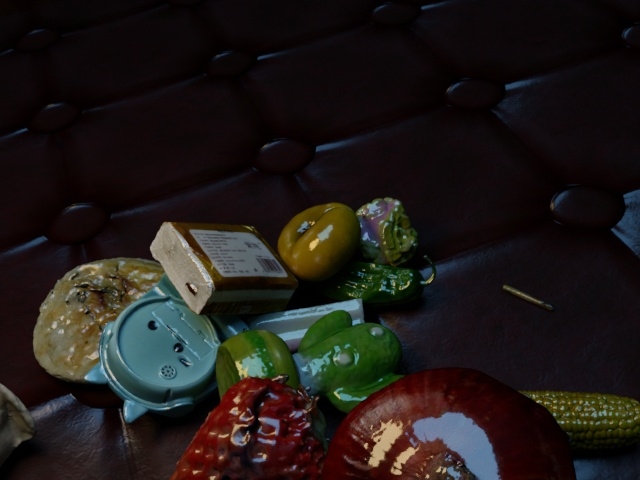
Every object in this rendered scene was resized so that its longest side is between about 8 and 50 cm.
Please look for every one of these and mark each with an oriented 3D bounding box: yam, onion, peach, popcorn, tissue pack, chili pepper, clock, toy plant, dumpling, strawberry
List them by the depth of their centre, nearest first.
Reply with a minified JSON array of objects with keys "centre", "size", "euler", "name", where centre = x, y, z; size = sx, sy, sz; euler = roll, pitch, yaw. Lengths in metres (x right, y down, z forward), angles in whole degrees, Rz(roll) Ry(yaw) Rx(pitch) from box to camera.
[{"centre":[0.189,0.331,1.199],"size":[0.341,0.341,0.341],"euler":[-6,41,5],"name":"onion"},{"centre":[-0.111,0.328,1.297],"size":[0.280,0.254,0.150],"euler":[-3,-1,11],"name":"strawberry"},{"centre":[-0.623,0.315,1.461],"size":[0.243,0.227,0.175],"euler":[-42,47,-22],"name":"dumpling"},{"centre":[-0.006,0.221,1.500],"size":[0.315,0.185,0.224],"euler":[-8,45,-20],"name":"toy plant"},{"centre":[-0.269,0.193,1.549],"size":[0.223,0.094,0.274],"euler":[40,49,11],"name":"clock"},{"centre":[-0.172,0.047,1.605],"size":[0.226,0.092,0.183],"euler":[0,40,-49],"name":"tissue pack"},{"centre":[0.383,0.104,1.638],"size":[0.107,0.014,0.014],"euler":[25,52,35],"name":"yam"},{"centre":[0.095,0.079,1.682],"size":[0.256,0.074,0.100],"euler":[5,59,26],"name":"chili pepper"},{"centre":[0.000,0.000,1.689],"size":[0.179,0.103,0.179],"euler":[-28,27,15],"name":"peach"},{"centre":[0.127,-0.010,1.747],"size":[0.125,0.126,0.145],"euler":[-32,71,-3],"name":"popcorn"}]

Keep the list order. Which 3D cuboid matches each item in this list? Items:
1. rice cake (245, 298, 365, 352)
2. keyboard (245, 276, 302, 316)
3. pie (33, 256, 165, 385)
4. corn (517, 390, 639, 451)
[{"centre":[-0.024,0.162,1.626],"size":[0.221,0.042,0.080],"euler":[-10,74,-2],"name":"rice cake"},{"centre":[-0.061,0.073,1.754],"size":[0.250,0.017,0.087],"euler":[-36,25,-27],"name":"keyboard"},{"centre":[-0.385,0.149,1.703],"size":[0.338,0.077,0.339],"euler":[-4,42,4],"name":"pie"},{"centre":[0.351,0.283,1.382],"size":[0.312,0.102,0.102],"euler":[-3,41,5],"name":"corn"}]
